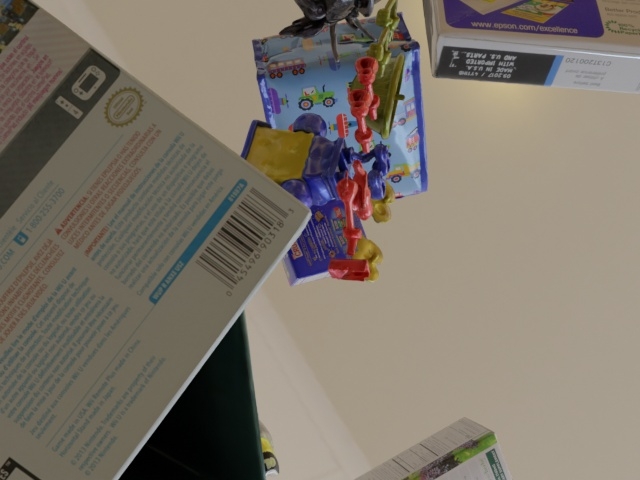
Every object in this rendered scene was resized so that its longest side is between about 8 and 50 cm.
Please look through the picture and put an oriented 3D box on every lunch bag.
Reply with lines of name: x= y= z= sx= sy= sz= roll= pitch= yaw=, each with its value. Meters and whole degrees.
lunch bag: x=0.037 y=-0.153 z=1.421 sx=0.138 sy=0.220 sz=0.293 roll=-101 pitch=1 yaw=-56

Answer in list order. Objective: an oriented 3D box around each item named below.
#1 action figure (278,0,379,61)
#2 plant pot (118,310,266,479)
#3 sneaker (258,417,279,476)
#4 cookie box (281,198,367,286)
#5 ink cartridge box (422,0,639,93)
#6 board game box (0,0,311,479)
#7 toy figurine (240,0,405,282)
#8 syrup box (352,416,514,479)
action figure: x=0.014 y=-0.297 z=0.912 sx=0.141 sy=0.164 sz=0.276 roll=60 pitch=166 yaw=25
plant pot: x=-0.176 y=0.123 z=0.731 sx=0.165 sy=0.234 sz=0.166 roll=-13 pitch=-79 yaw=-33
sneaker: x=-0.202 y=0.419 z=1.550 sx=0.145 sy=0.385 sz=0.147 roll=0 pitch=-138 yaw=-45
cookie box: x=0.000 y=0.000 z=1.237 sx=0.107 sy=0.040 sz=0.092 roll=-14 pitch=-106 yaw=-20
ink cartridge box: x=0.167 y=-0.185 z=0.657 sx=0.206 sy=0.045 sz=0.208 roll=3 pitch=-126 yaw=-5
board game box: x=-0.193 y=-0.009 z=0.439 sx=0.303 sy=0.224 sz=0.097 roll=38 pitch=167 yaw=-3
toy figurine: x=-0.028 y=-0.125 z=1.160 sx=0.191 sy=0.217 sz=0.363 roll=74 pitch=-158 yaw=-47
syrup box: x=0.145 y=0.354 z=1.396 sx=0.093 sy=0.236 sz=0.096 roll=67 pitch=164 yaw=-12
